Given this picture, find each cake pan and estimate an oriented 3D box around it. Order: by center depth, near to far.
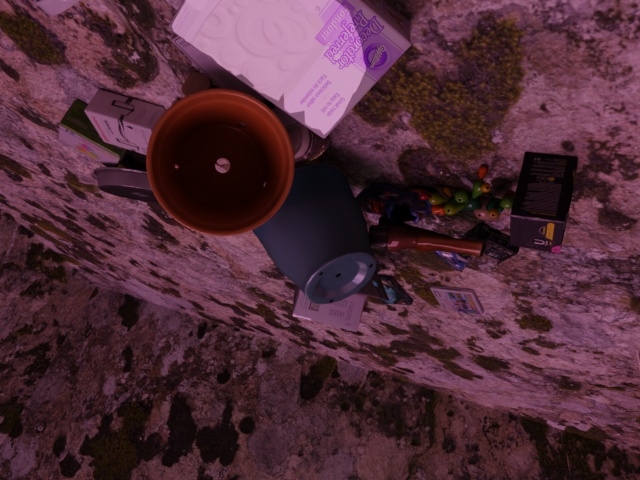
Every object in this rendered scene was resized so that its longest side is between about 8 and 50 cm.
[{"bbox_3d":[-0.582,-0.173,1.779,0.294,0.054,0.293,6,173,1],"label":"cake pan"}]

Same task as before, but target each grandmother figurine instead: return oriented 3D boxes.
[{"bbox_3d":[-0.300,-0.276,1.419,0.207,0.104,0.342,58,159,6],"label":"grandmother figurine"}]

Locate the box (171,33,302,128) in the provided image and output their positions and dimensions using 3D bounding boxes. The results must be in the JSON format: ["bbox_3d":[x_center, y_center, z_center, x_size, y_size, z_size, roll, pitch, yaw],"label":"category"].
[{"bbox_3d":[-0.136,-0.355,1.127,0.169,0.087,0.290,-4,144,44],"label":"box"}]

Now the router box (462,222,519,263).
[{"bbox_3d":[0.445,0.009,1.443,0.123,0.038,0.092,25,155,-6],"label":"router box"}]

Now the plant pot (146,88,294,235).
[{"bbox_3d":[-0.211,-0.162,1.181,0.291,0.290,0.203,28,180,-11],"label":"plant pot"}]

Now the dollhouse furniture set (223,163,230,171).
[{"bbox_3d":[-0.250,-0.157,1.550,0.123,0.151,0.144,38,149,-30],"label":"dollhouse furniture set"}]

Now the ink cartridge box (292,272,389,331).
[{"bbox_3d":[0.058,0.166,1.768,0.272,0.129,0.309,15,-167,-4],"label":"ink cartridge box"}]

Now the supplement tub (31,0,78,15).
[{"bbox_3d":[-0.483,-0.545,0.847,0.236,0.235,0.325,2,148,38],"label":"supplement tub"}]

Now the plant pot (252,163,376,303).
[{"bbox_3d":[0.000,0.000,1.313,0.255,0.272,0.271,60,179,35],"label":"plant pot"}]

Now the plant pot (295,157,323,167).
[{"bbox_3d":[-0.039,-0.167,1.401,0.095,0.134,0.134,16,162,-32],"label":"plant pot"}]

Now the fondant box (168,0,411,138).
[{"bbox_3d":[-0.048,-0.361,0.924,0.331,0.096,0.238,31,128,-21],"label":"fondant box"}]

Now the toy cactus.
[{"bbox_3d":[0.357,-0.091,1.271,0.219,0.112,0.181,-6,162,42],"label":"toy cactus"}]

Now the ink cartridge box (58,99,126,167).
[{"bbox_3d":[-0.699,-0.297,1.702,0.189,0.096,0.255,30,154,-17],"label":"ink cartridge box"}]

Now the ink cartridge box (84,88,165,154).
[{"bbox_3d":[-0.521,-0.318,1.523,0.203,0.085,0.148,17,155,10],"label":"ink cartridge box"}]

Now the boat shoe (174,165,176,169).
[{"bbox_3d":[-0.423,-0.232,1.653,0.049,0.056,0.152,-2,147,33],"label":"boat shoe"}]

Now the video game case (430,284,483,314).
[{"bbox_3d":[0.460,0.200,1.846,0.143,0.019,0.157,4,149,34],"label":"video game case"}]

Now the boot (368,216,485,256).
[{"bbox_3d":[0.282,-0.012,1.420,0.281,0.096,0.264,4,179,14],"label":"boot"}]

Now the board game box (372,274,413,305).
[{"bbox_3d":[0.237,0.177,1.973,0.126,0.026,0.186,1,148,40],"label":"board game box"}]

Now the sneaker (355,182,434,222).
[{"bbox_3d":[0.176,-0.089,1.384,0.221,0.087,0.083,5,129,37],"label":"sneaker"}]

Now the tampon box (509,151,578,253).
[{"bbox_3d":[0.452,-0.077,1.115,0.102,0.160,0.120,10,153,24],"label":"tampon box"}]

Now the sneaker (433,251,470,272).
[{"bbox_3d":[0.356,0.028,1.549,0.144,0.059,0.053,39,-174,0],"label":"sneaker"}]

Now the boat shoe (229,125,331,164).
[{"bbox_3d":[-0.111,-0.225,1.345,0.097,0.116,0.325,-4,180,-41],"label":"boat shoe"}]
